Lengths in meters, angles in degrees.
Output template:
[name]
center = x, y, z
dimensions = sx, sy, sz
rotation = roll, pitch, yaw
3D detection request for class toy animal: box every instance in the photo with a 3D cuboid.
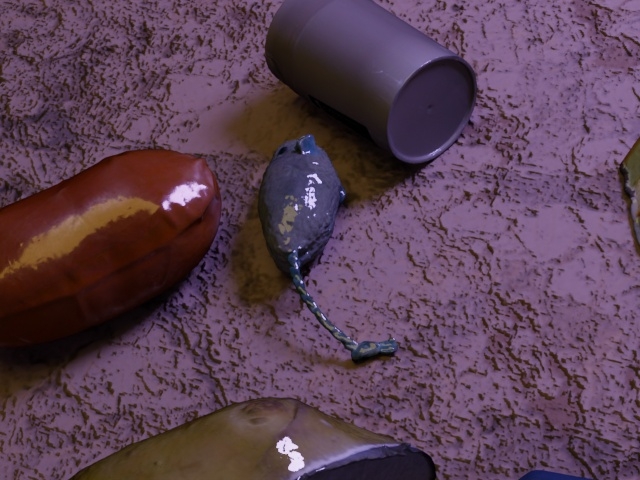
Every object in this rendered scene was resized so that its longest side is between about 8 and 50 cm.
[toy animal]
center = -0.008, 0.003, 1.708
dimensions = 0.079, 0.070, 0.253
rotation = -31, 46, 16

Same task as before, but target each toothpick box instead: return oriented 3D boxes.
[toothpick box]
center = 0.044, -0.156, 1.798
dimensions = 0.111, 0.111, 0.181
rotation = -40, 48, -15

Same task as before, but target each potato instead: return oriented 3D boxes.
[potato]
center = -0.080, 0.215, 1.417
dimensions = 0.300, 0.246, 0.196
rotation = -42, 56, -20

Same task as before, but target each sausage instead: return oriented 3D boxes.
[sausage]
center = -0.204, 0.011, 1.738
dimensions = 0.258, 0.133, 0.133
rotation = -26, 45, -5

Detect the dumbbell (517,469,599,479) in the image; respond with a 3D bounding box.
[dumbbell]
center = 0.165, 0.289, 1.196
dimensions = 0.144, 0.316, 0.156
rotation = -13, 39, 6

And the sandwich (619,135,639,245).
[sandwich]
center = 0.311, -0.102, 1.593
dimensions = 0.144, 0.187, 0.117
rotation = -11, 46, 5
